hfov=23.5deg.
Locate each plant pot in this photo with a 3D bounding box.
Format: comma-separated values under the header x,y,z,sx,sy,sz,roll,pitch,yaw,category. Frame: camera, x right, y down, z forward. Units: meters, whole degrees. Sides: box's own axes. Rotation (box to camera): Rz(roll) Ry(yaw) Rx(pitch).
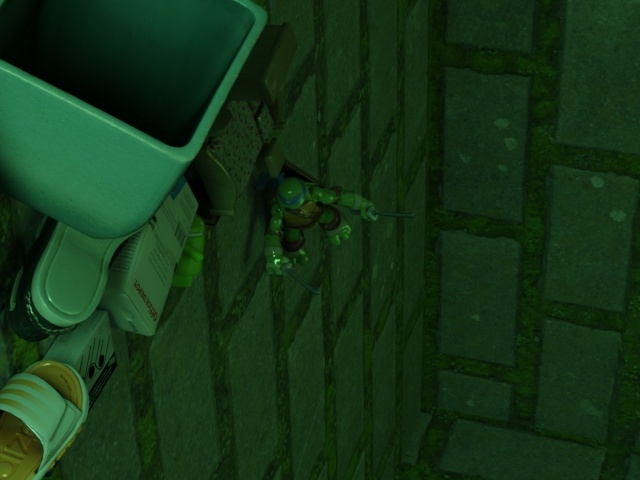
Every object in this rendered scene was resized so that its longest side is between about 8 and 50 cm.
x,y,z,sx,sy,sz,roll,pitch,yaw,category
-0.239,-0.144,1.630,0.252,0.247,0.247,-58,-173,49,plant pot

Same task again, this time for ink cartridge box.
x,y,z,sx,sy,sz,roll,pitch,yaw,category
-0.319,0.185,1.920,0.207,0.046,0.097,-63,156,-47,ink cartridge box
-0.241,0.001,2.011,0.148,0.085,0.203,71,33,-62,ink cartridge box

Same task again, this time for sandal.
x,y,z,sx,sy,sz,roll,pitch,yaw,category
-0.346,0.228,1.743,0.076,0.102,0.265,87,21,-47,sandal

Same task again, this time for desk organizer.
x,y,z,sx,sy,sz,roll,pitch,yaw,category
-0.161,-0.082,2.333,0.130,0.047,0.050,-64,156,-46,desk organizer

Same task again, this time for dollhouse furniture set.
x,y,z,sx,sy,sz,roll,pitch,yaw,category
-0.095,-0.130,2.190,0.355,0.173,0.303,68,34,-46,dollhouse furniture set

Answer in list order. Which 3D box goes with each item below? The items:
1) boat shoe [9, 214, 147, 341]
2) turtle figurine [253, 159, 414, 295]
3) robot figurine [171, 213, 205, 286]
x,y,z,sx,sy,sz,roll,pitch,yaw,category
-0.287,-0.006,1.842,0.114,0.091,0.302,44,42,-16,boat shoe
0.000,0.000,2.650,0.198,0.274,0.266,-62,171,-8,turtle figurine
-0.200,0.008,2.204,0.101,0.067,0.115,-130,-135,-73,robot figurine
